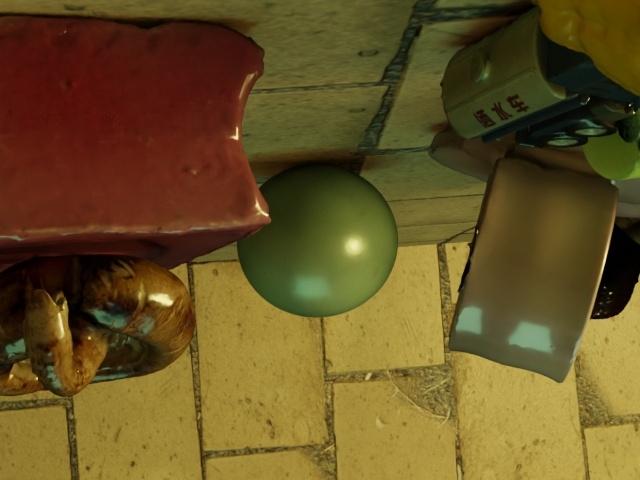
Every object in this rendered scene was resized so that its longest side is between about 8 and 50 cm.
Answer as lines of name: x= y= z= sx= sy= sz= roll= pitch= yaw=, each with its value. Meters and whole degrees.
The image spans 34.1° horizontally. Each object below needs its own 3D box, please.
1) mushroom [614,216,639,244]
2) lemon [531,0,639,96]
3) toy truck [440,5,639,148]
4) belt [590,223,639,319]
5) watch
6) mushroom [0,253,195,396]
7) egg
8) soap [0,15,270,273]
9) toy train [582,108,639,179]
mushroom: x=0.404 y=-0.022 z=1.067 sx=0.267 sy=0.254 sz=0.267 roll=38 pitch=-177 yaw=-2
lemon: x=0.149 y=-0.097 z=0.356 sx=0.155 sy=0.114 sz=0.114 roll=-9 pitch=175 yaw=15
toy truck: x=0.139 y=-0.103 z=0.606 sx=0.088 sy=0.074 sz=0.201 roll=6 pitch=173 yaw=-17
belt: x=0.307 y=-0.014 z=1.273 sx=0.184 sy=0.164 sz=0.289 roll=13 pitch=-164 yaw=9
watch: x=0.176 y=0.002 z=0.910 sx=0.211 sy=0.217 sz=0.248 roll=16 pitch=174 yaw=8
mushroom: x=-0.138 y=0.045 z=0.575 sx=0.135 sy=0.080 sz=0.170 roll=-17 pitch=175 yaw=-8
egg: x=0.000 y=0.000 z=1.145 sx=0.168 sy=0.168 sz=0.231 roll=-6 pitch=179 yaw=20
soap: x=-0.196 y=-0.040 z=0.698 sx=0.233 sy=0.128 sz=0.359 roll=-2 pitch=174 yaw=-21
toy train: x=0.296 y=-0.090 z=0.687 sx=0.253 sy=0.105 sz=0.157 roll=-9 pitch=-179 yaw=-11
